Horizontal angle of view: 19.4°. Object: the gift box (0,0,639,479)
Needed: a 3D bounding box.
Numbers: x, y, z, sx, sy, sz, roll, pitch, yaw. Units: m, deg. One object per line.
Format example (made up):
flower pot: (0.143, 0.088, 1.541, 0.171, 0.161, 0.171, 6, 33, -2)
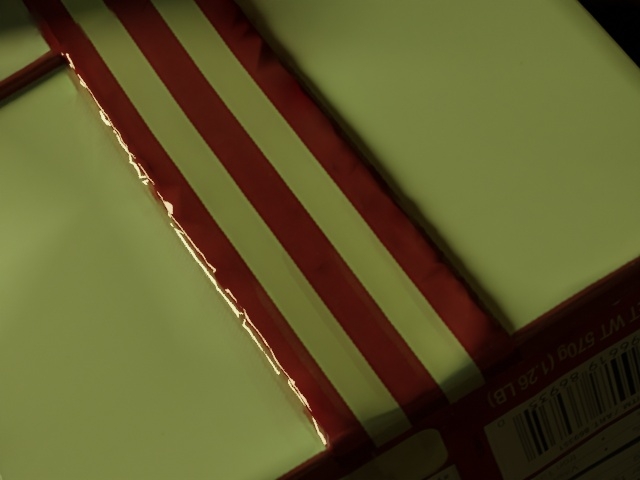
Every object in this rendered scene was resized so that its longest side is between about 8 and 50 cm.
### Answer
gift box: (0.000, 0.000, 0.628, 0.258, 0.255, 0.276, 55, 170, 38)
